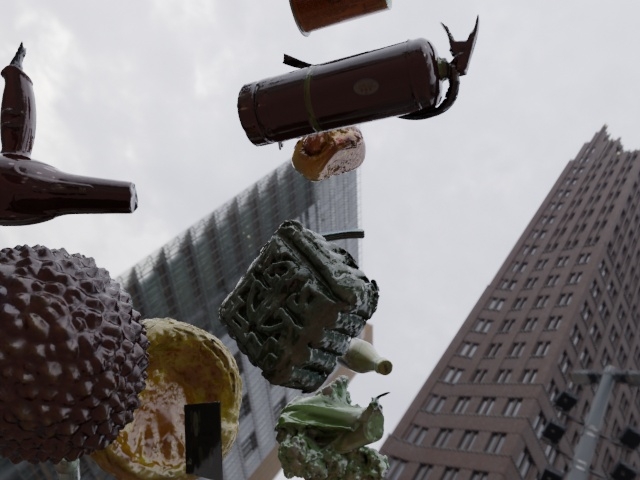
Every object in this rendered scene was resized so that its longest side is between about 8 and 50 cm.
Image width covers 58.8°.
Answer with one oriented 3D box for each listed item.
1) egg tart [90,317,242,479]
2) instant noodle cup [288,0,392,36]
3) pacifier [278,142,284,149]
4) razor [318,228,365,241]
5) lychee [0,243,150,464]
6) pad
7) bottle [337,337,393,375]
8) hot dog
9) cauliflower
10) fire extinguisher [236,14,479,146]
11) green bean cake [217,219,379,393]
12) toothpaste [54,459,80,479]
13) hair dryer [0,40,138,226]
[{"bbox_3d":[-0.365,0.371,1.308,0.388,0.388,0.169,51,-39,-3],"label":"egg tart"},{"bbox_3d":[0.040,-0.532,1.117,0.182,0.230,0.231,-2,-59,15],"label":"instant noodle cup"},{"bbox_3d":[-0.084,-0.277,1.486,0.077,0.099,0.082,2,-92,-1],"label":"pacifier"},{"bbox_3d":[-0.001,-0.002,1.186,0.037,0.191,0.068,-118,-161,-57],"label":"razor"},{"bbox_3d":[-0.404,0.161,0.822,0.330,0.306,0.306,22,-48,20],"label":"lychee"},{"bbox_3d":[-0.212,0.356,1.014,0.190,0.004,0.128,-27,-116,54],"label":"pad"},{"bbox_3d":[0.108,0.291,1.409,0.083,0.083,0.269,55,-17,-8],"label":"bottle"},{"bbox_3d":[0.037,-0.280,1.689,0.150,0.256,0.153,38,-51,26],"label":"hot dog"},{"bbox_3d":[0.042,0.388,1.144,0.315,0.256,0.239,-37,-119,42],"label":"cauliflower"},{"bbox_3d":[0.053,-0.221,0.790,0.340,0.105,0.142,-8,-95,23],"label":"fire extinguisher"},{"bbox_3d":[-0.040,0.115,1.030,0.255,0.132,0.241,-52,-132,10],"label":"green bean cake"},{"bbox_3d":[-0.467,0.439,1.060,0.218,0.041,0.064,114,-28,-49],"label":"toothpaste"},{"bbox_3d":[-0.489,-0.194,1.010,0.123,0.312,0.341,122,-35,-76],"label":"hair dryer"}]
